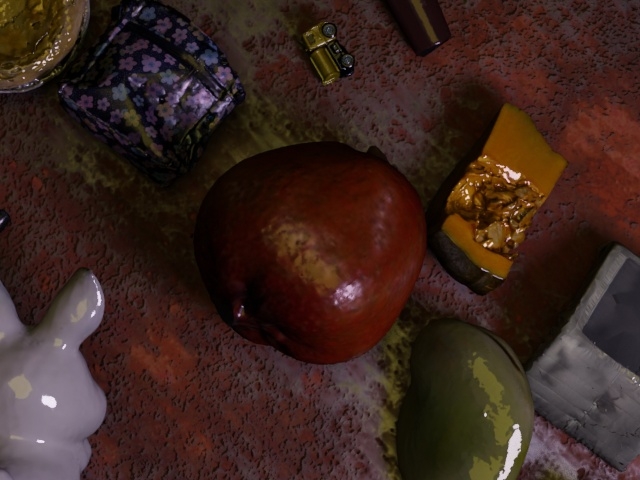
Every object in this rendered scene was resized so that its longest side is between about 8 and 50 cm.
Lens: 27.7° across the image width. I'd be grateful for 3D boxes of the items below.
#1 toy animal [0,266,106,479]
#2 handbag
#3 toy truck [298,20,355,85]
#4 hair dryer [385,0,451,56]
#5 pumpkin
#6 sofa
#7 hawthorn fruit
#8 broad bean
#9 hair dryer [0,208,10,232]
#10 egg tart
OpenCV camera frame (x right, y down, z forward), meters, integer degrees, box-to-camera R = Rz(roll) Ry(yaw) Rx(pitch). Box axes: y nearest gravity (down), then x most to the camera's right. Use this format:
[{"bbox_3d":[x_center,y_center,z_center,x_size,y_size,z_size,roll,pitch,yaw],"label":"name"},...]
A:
[{"bbox_3d":[-0.373,0.212,1.619,0.196,0.241,0.367,5,79,-2],"label":"toy animal"},{"bbox_3d":[-0.226,-0.210,1.762,0.229,0.127,0.208,36,74,6],"label":"handbag"},{"bbox_3d":[0.008,-0.264,1.816,0.054,0.049,0.083,-29,82,-5],"label":"toy truck"},{"bbox_3d":[0.184,-0.464,1.848,0.340,0.123,0.312,-31,92,-17],"label":"hair dryer"},{"bbox_3d":[0.224,-0.046,1.748,0.131,0.126,0.248,35,63,0],"label":"pumpkin"},{"bbox_3d":[0.398,0.150,1.728,0.210,0.176,0.225,33,52,5],"label":"sofa"},{"bbox_3d":[-0.003,0.016,1.657,0.311,0.295,0.295,-16,79,-23],"label":"hawthorn fruit"},{"bbox_3d":[0.188,0.234,1.681,0.189,0.121,0.263,4,87,33],"label":"broad bean"},{"bbox_3d":[-0.473,-0.032,1.779,0.079,0.031,0.083,-38,68,1],"label":"hair dryer"},{"bbox_3d":[-0.432,-0.313,1.796,0.234,0.094,0.234,0,81,1],"label":"egg tart"}]
